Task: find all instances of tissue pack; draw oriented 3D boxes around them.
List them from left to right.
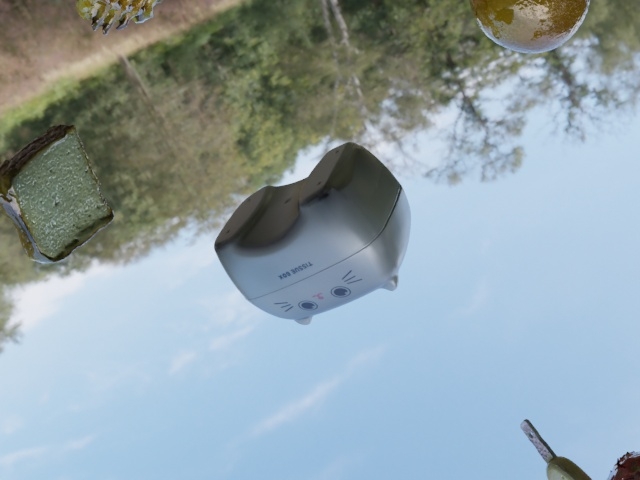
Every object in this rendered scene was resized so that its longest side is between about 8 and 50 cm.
[{"bbox_3d":[0.000,0.000,1.472,0.333,0.236,0.229,-25,-155,35],"label":"tissue pack"}]

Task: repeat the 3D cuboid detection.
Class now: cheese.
[{"bbox_3d":[0.536,0.513,1.852,0.050,0.255,0.127,-22,151,-24],"label":"cheese"}]

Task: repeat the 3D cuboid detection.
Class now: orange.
[{"bbox_3d":[0.388,-0.465,1.535,0.236,0.236,0.236,-26,-165,7],"label":"orange"}]

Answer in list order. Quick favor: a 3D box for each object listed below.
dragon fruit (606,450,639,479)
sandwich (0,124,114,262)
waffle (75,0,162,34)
[{"bbox_3d":[0.679,0.527,1.681,0.268,0.210,0.205,-78,-168,-77],"label":"dragon fruit"},{"bbox_3d":[-0.574,-0.092,1.762,0.087,0.251,0.226,11,-134,32],"label":"sandwich"},{"bbox_3d":[-0.230,-0.420,1.140,0.329,0.062,0.329,-45,177,-3],"label":"waffle"}]
